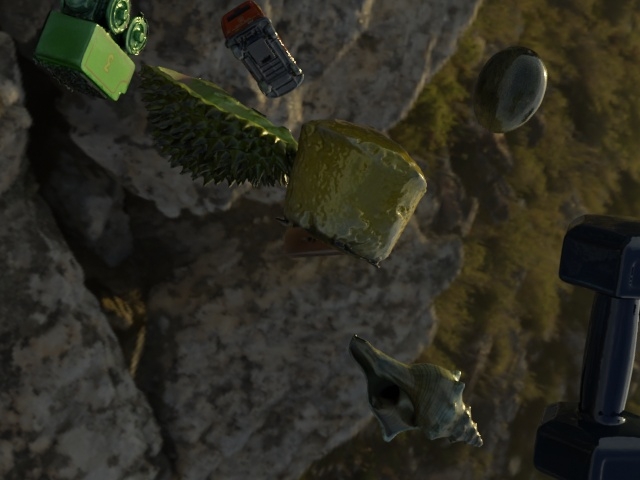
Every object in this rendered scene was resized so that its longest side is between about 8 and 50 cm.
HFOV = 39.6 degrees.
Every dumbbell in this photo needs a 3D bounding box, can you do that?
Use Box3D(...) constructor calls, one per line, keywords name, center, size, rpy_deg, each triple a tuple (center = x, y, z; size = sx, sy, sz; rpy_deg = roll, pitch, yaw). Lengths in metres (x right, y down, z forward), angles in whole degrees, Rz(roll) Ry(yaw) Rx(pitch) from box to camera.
Box3D(name="dumbbell", center=(0.345, 0.135, 1.062), size=(0.160, 0.144, 0.324), rpy_deg=(-26, 121, -66))

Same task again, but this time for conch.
Box3D(name="conch", center=(0.142, 0.247, 1.356), size=(0.114, 0.234, 0.137), rpy_deg=(30, 80, -76))

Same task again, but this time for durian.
Box3D(name="durian", center=(-0.156, -0.183, 1.333), size=(0.169, 0.355, 0.157), rpy_deg=(-34, 143, -33))

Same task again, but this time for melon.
Box3D(name="melon", center=(0.267, -0.213, 1.261), size=(0.098, 0.098, 0.130), rpy_deg=(-23, 146, -43))

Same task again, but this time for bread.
Box3D(name="bread", center=(0.042, -0.071, 1.190), size=(0.197, 0.197, 0.170), rpy_deg=(16, 100, -52))

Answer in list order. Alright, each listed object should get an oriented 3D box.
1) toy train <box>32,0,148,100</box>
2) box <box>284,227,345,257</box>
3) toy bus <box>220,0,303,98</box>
Box3D(name="toy train", center=(-0.426, -0.374, 1.676), size=(0.243, 0.132, 0.188), rpy_deg=(51, 58, -77))
Box3D(name="box", center=(0.000, 0.000, 1.348), size=(0.025, 0.115, 0.048), rpy_deg=(33, 56, -63))
Box3D(name="toy bus", center=(-0.093, -0.304, 1.418), size=(0.079, 0.077, 0.174), rpy_deg=(-31, 149, 7))
